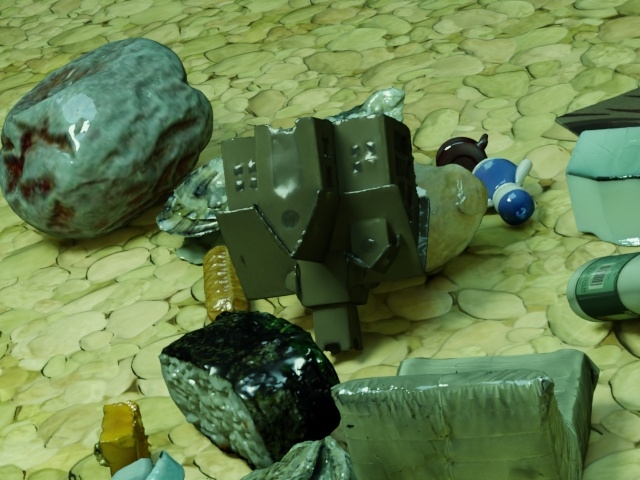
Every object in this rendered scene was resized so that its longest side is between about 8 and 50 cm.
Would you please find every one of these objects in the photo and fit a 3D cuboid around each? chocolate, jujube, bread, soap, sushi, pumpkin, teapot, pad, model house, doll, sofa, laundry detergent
[{"bbox_3d":[0.044,-0.018,2.015,0.309,0.134,0.134,-9,27,17],"label":"chocolate"},{"bbox_3d":[-0.286,-0.128,2.291,0.308,0.215,0.246,-39,24,-31],"label":"jujube"},{"bbox_3d":[-0.112,0.053,2.042,0.052,0.044,0.157,-8,28,-1],"label":"bread"},{"bbox_3d":[0.403,-0.069,1.962,0.230,0.091,0.145,-4,32,23],"label":"soap"},{"bbox_3d":[-0.065,0.144,1.746,0.127,0.124,0.225,-30,23,-21],"label":"sushi"},{"bbox_3d":[-0.202,0.212,1.749,0.054,0.074,0.083,-10,24,0],"label":"pumpkin"},{"bbox_3d":[0.174,-0.096,2.167,0.100,0.068,0.045,-44,17,17],"label":"teapot"},{"bbox_3d":[0.461,-0.140,2.170,0.220,0.004,0.330,-21,27,-13],"label":"pad"},{"bbox_3d":[0.000,0.000,1.857,0.211,0.243,0.204,-8,-7,19],"label":"model house"},{"bbox_3d":[0.220,-0.059,2.080,0.099,0.057,0.143,-37,28,3],"label":"doll"},{"bbox_3d":[0.139,0.148,1.586,0.210,0.176,0.225,-4,29,20],"label":"sofa"},{"bbox_3d":[0.348,0.039,1.724,0.099,0.070,0.226,-7,-4,-30],"label":"laundry detergent"}]

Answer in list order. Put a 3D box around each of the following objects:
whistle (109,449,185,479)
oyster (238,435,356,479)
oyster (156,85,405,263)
[{"bbox_3d":[-0.202,0.288,1.587,0.186,0.093,0.274,-34,16,23],"label":"whistle"},{"bbox_3d":[-0.044,0.267,1.547,0.268,0.112,0.198,-38,13,-25],"label":"oyster"},{"bbox_3d":[-0.037,-0.083,2.171,0.351,0.158,0.162,-29,51,8],"label":"oyster"}]
